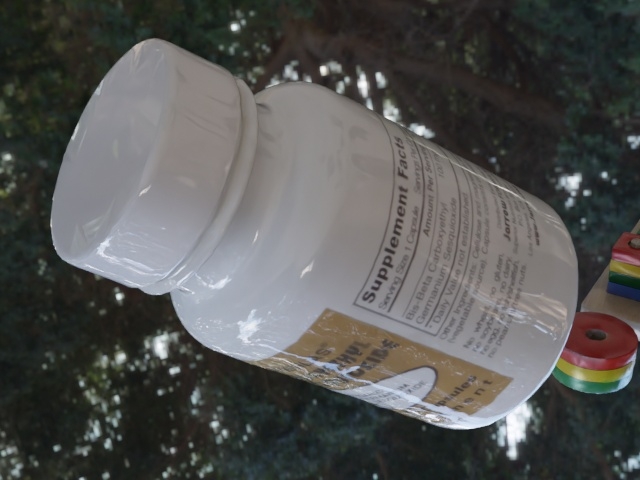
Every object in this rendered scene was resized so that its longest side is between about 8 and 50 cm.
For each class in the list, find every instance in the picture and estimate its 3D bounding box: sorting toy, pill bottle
[{"bbox_3d":[0.246,0.013,0.663,0.132,0.046,0.274,17,-146,27],"label":"sorting toy"},{"bbox_3d":[0.000,0.000,0.518,0.229,0.131,0.131,23,-167,-32],"label":"pill bottle"}]
